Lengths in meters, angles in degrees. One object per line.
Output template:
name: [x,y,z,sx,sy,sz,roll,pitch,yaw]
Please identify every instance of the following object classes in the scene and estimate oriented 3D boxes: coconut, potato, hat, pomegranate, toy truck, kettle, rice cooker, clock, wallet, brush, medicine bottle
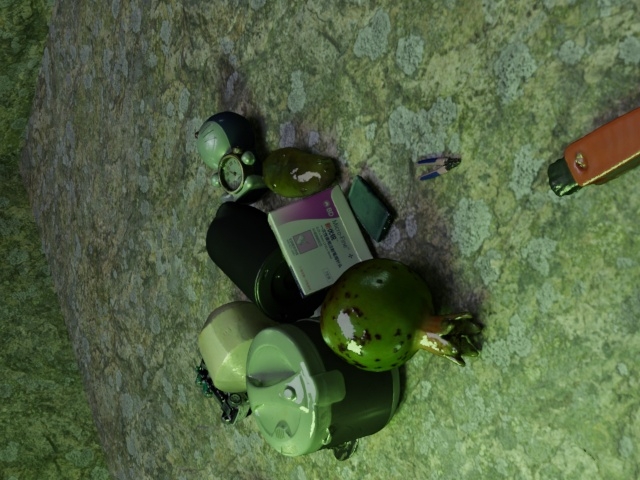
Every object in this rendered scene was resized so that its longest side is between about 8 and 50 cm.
coconut: [-0.188,0.278,1.899,0.241,0.241,0.241,14,107,53]
potato: [-0.052,-0.154,1.730,0.226,0.090,0.117,10,98,47]
hat: [0.035,0.453,1.748,0.121,0.050,0.121,7,99,54]
pomegranate: [0.129,0.150,1.404,0.286,0.231,0.230,24,115,51]
toy truck: [-0.255,0.399,2.104,0.216,0.116,0.110,47,133,30]
kettle: [-0.114,0.055,1.812,0.203,0.262,0.308,-55,38,-2]
rice cooker: [-0.007,0.296,1.585,0.288,0.277,0.288,14,107,55]
clock: [-0.225,-0.210,1.923,0.199,0.147,0.243,-42,66,44]
wallet: [0.103,-0.066,1.578,0.129,0.026,0.088,54,142,33]
brush: [0.440,-0.146,1.060,0.323,0.051,0.070,-36,64,51]
medicine bottle: [0.000,0.000,1.607,0.052,0.171,0.201,106,141,-74]

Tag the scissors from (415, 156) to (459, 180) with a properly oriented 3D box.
scissors: [0.218,-0.138,1.413,0.113,0.012,0.039,-10,88,55]
